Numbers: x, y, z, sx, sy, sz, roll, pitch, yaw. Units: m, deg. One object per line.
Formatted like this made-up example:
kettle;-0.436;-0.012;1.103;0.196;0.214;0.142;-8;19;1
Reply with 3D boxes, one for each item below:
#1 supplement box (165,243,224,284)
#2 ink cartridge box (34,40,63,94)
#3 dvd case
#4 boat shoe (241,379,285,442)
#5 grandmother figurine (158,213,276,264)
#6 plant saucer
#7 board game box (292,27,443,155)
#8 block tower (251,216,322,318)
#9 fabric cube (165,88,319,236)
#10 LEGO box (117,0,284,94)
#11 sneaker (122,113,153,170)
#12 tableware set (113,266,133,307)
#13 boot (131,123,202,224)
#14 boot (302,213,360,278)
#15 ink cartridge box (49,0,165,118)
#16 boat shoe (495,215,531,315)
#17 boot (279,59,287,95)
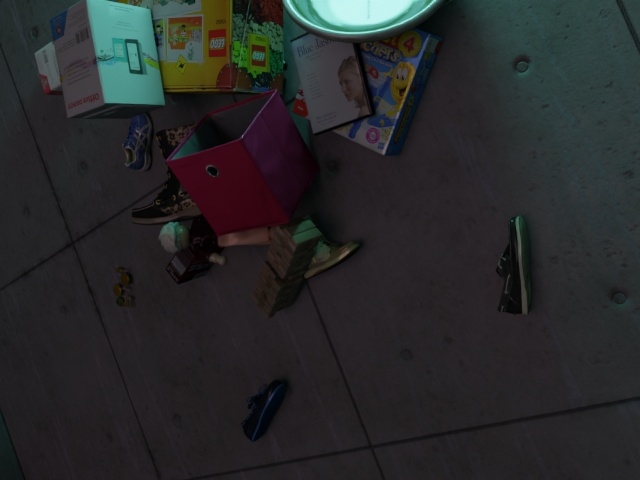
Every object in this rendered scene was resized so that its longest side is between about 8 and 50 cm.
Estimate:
supplement box;-0.374;0.025;1.848;0.073;0.130;0.239;48;121;15
ink cartridge box;-0.907;-0.630;2.092;0.217;0.092;0.159;-13;92;36
dvd case;0.028;-0.410;1.465;0.180;0.022;0.253;-13;91;34
boat shoe;-0.197;0.530;1.846;0.089;0.109;0.258;39;115;25
grandmother figurine;-0.294;-0.017;1.686;0.341;0.208;0.104;-5;138;-1
plant saucer;0.111;-0.580;1.358;0.399;0.101;0.401;-5;60;9
board game box;0.108;-0.413;1.479;0.308;0.086;0.302;30;114;25
block tower;-0.100;0.077;1.644;0.091;0.097;0.336;50;138;24
fabric cube;-0.198;-0.200;1.556;0.254;0.259;0.258;-9;126;30
LEGO box;-0.348;-0.603;1.649;0.499;0.193;0.373;11;105;37
sneaker;-0.615;-0.338;1.965;0.080;0.081;0.211;5;100;34
tableware set;-0.732;0.174;2.175;0.103;0.024;0.154;4;102;36
boot;-0.465;-0.201;1.859;0.377;0.138;0.285;-8;96;30
boot;0.000;0.000;1.631;0.213;0.077;0.165;-30;82;41
ink cartridge box;-0.580;-0.482;1.602;0.198;0.197;0.270;-4;96;39
boat shoe;0.442;0.059;1.354;0.079;0.084;0.233;3;104;32
boot;-0.137;-0.473;1.659;0.087;0.042;0.119;33;114;31
